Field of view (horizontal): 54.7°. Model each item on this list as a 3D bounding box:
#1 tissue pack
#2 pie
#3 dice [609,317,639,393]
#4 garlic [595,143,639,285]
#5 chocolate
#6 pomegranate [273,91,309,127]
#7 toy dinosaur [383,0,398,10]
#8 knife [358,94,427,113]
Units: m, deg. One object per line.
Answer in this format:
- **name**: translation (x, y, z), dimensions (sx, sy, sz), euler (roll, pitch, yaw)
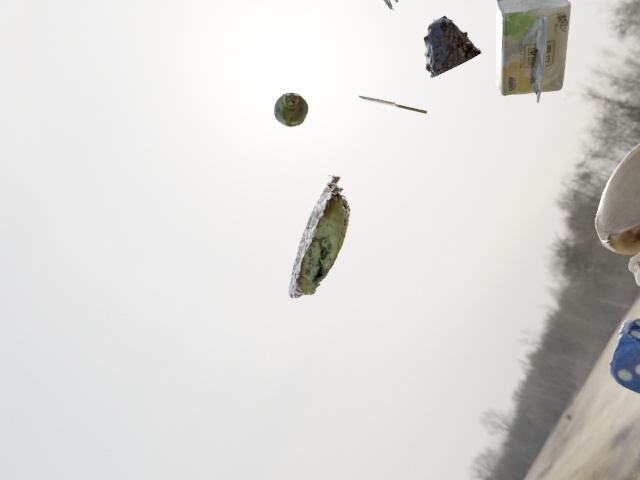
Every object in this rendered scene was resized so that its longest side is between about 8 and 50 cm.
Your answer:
- **tissue pack**: translation (0.514, -0.461, 1.499), dimensions (0.145, 0.159, 0.229), euler (-83, -16, -44)
- **pie**: translation (0.000, 0.000, 1.665), dimensions (0.288, 0.103, 0.354), euler (-85, 15, -79)
- **dice**: translation (0.801, 0.287, 1.519), dimensions (0.143, 0.146, 0.146), euler (-30, -49, -49)
- **garlic**: translation (0.605, -0.052, 1.007), dimensions (0.313, 0.286, 0.249), euler (-58, -28, 7)
- **chocolate**: translation (0.325, -0.509, 1.592), dimensions (0.156, 0.156, 0.133), euler (-37, -73, -40)
- **pomegranate**: translation (-0.091, -0.414, 1.913), dimensions (0.114, 0.114, 0.142), euler (-53, -5, -14)
- **toy dinosaur**: translation (0.194, -0.836, 2.009), dimensions (0.053, 0.242, 0.167), euler (-32, -29, 24)
- **knife**: translation (0.263, -0.496, 2.238), dimensions (0.046, 0.256, 0.022), euler (-40, -36, -82)
